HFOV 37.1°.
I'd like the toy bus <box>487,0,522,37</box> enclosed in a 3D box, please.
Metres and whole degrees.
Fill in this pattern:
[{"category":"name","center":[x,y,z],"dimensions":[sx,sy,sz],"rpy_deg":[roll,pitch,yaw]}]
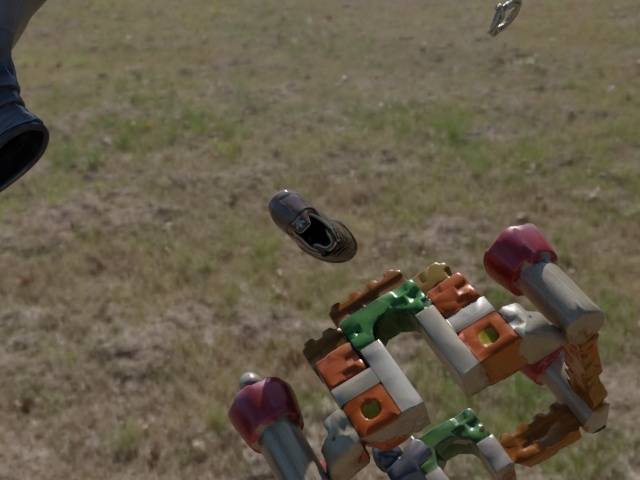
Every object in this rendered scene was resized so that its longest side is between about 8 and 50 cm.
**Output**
[{"category":"toy bus","center":[0.176,-0.314,0.853],"dimensions":[0.104,0.202,0.191],"rpy_deg":[44,5,17]}]

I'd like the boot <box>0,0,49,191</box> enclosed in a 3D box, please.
[{"category":"boot","center":[-0.324,-0.173,0.965],"dimensions":[0.222,0.338,0.118],"rpy_deg":[50,11,29]}]

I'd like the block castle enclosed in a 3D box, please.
[{"category":"block castle","center":[0.131,0.196,1.217],"dimensions":[0.453,0.303,0.213],"rpy_deg":[-31,46,-6]}]

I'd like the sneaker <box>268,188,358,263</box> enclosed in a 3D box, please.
[{"category":"sneaker","center":[0.000,0.000,1.267],"dimensions":[0.066,0.188,0.071],"rpy_deg":[-47,50,9]}]
